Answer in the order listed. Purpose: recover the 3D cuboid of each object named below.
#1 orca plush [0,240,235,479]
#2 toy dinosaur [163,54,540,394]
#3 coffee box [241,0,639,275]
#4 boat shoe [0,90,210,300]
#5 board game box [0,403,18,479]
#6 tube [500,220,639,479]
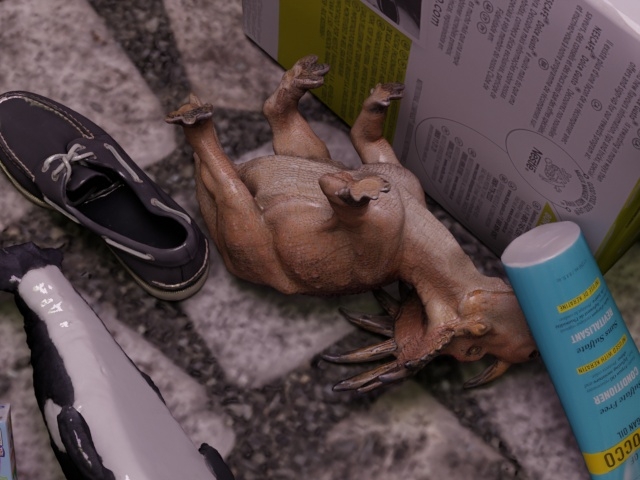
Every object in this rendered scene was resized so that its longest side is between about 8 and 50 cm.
[{"bbox_3d":[-0.155,0.133,0.914,0.102,0.151,0.287,-44,75,14],"label":"orca plush"},{"bbox_3d":[0.000,0.000,0.972,0.295,0.200,0.127,21,43,32],"label":"toy dinosaur"},{"bbox_3d":[0.177,-0.221,0.954,0.334,0.338,0.337,42,71,14],"label":"coffee box"},{"bbox_3d":[-0.156,-0.044,1.009,0.206,0.065,0.075,41,71,15],"label":"boat shoe"},{"bbox_3d":[-0.265,0.157,0.902,0.154,0.026,0.103,-4,111,-4],"label":"board game box"},{"bbox_3d":[0.178,0.087,0.931,0.080,0.052,0.207,-32,111,-12],"label":"tube"}]
